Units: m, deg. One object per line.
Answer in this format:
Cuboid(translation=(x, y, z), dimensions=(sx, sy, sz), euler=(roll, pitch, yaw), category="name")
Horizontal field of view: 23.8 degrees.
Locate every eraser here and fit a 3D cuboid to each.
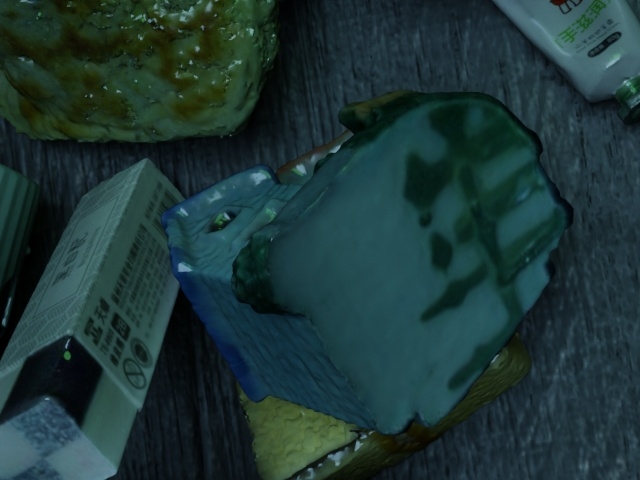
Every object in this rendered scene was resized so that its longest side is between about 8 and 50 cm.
Cuboid(translation=(-0.198, 0.070, 1.352), dimensions=(0.096, 0.404, 0.098), euler=(-29, 113, 21), category="eraser")

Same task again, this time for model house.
Cuboid(translation=(0.000, 0.000, 1.381), dimensions=(0.295, 0.329, 0.252), euler=(-48, 119, -25), category="model house")

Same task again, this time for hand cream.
Cuboid(translation=(0.215, -0.255, 1.469), dimensions=(0.121, 0.076, 0.336), euler=(-35, 72, 5), category="hand cream")

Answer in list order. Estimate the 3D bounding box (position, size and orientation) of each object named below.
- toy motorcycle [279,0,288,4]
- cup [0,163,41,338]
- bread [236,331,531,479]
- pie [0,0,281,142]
Cuboid(translation=(-0.074, -0.368, 1.502), dimensions=(0.260, 0.154, 0.206), euler=(44, 72, 8), category="toy motorcycle")
Cuboid(translation=(-0.435, 0.091, 1.413), dimensions=(0.310, 0.401, 0.392), euler=(21, 83, -25), category="cup")
Cuboid(translation=(0.063, 0.147, 1.435), dimensions=(0.266, 0.178, 0.142), euler=(-33, 110, 10), category="bread")
Cuboid(translation=(-0.247, -0.266, 1.444), dimensions=(0.395, 0.180, 0.418), euler=(-7, 116, 35), category="pie")
